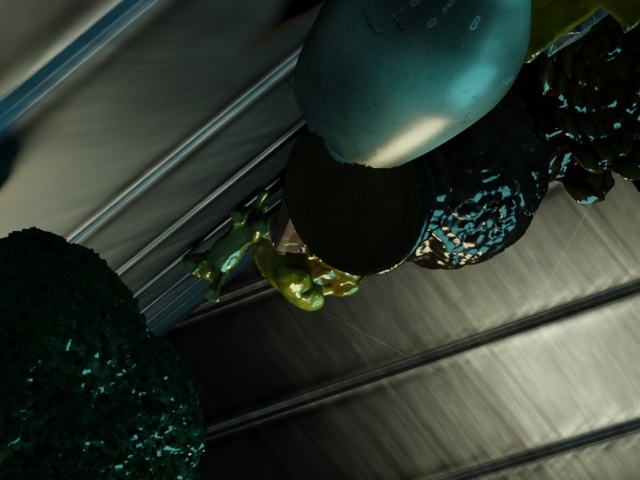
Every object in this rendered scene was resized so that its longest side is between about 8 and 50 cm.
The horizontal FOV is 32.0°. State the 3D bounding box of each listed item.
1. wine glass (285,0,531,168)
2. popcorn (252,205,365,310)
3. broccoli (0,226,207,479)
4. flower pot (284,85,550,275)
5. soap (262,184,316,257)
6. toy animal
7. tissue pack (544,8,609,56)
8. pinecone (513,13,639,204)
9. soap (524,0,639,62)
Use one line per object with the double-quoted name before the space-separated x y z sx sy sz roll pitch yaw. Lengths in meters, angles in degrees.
"wine glass" 0.080 -0.140 0.642 0.126 0.126 0.241 -38 176 -40
"popcorn" 0.000 0.000 2.121 0.250 0.235 0.242 -50 -139 -1
"broccoli" -0.198 0.121 0.532 0.269 0.254 0.269 -3 177 0
"flower pot" 0.107 -0.077 1.351 0.266 0.266 0.267 -39 168 37
"soap" 0.029 -0.038 1.658 0.273 0.218 0.098 120 -20 -75
"toy animal" -0.124 -0.004 1.575 0.181 0.073 0.136 -51 -174 8
"tissue pack" 0.282 -0.294 1.343 0.065 0.115 0.155 -39 178 37
"pinecone" 0.363 -0.221 1.606 0.384 0.384 0.384 -39 179 -1
"soap" 0.292 -0.301 1.022 0.259 0.143 0.281 -36 -173 48
